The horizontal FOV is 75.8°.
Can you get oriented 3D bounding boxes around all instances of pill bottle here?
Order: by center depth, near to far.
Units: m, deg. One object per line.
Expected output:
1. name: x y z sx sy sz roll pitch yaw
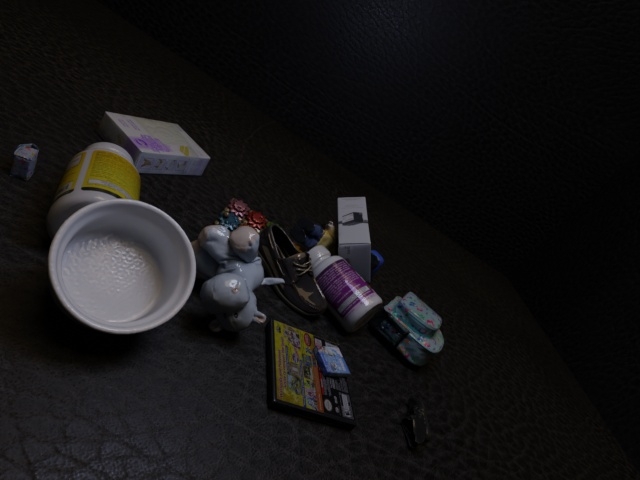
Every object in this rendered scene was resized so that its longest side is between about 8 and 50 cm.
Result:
1. pill bottle: -0.570 -0.120 1.067 0.188 0.188 0.334 21 28 -32
2. pill bottle: 0.061 0.162 1.452 0.301 0.169 0.169 47 25 21

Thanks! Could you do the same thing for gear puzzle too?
1. gear puzzle: -0.210 -0.025 1.507 0.339 0.044 0.175 34 44 -9

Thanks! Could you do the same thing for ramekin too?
1. ramekin: -0.422 0.063 0.867 0.277 0.135 0.277 16 65 -38

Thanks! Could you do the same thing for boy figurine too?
1. boy figurine: 0.000 0.000 1.680 0.092 0.177 0.285 39 3 34

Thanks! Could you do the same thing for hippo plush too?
1. hippo plush: -0.257 0.127 1.100 0.294 0.234 0.236 72 15 -46

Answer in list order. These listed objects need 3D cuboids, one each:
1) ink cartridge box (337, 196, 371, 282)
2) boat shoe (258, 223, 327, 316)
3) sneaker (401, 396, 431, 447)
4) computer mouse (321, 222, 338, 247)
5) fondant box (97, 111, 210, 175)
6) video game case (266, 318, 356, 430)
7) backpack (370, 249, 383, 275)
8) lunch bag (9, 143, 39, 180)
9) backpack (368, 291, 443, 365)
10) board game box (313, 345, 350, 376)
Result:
1. ink cartridge box: 0.137 -0.004 1.708 0.129 0.223 0.307 -2 41 3
2. boat shoe: -0.098 0.094 1.365 0.355 0.130 0.132 48 38 13
3. sneaker: 0.274 0.529 1.211 0.089 0.051 0.170 30 27 -26
4. computer mouse: 0.110 0.000 1.949 0.272 0.072 0.188 39 22 5
5. fondant box: -0.622 -0.360 1.566 0.238 0.096 0.330 44 25 17
6. video game case: -0.032 0.359 1.122 0.248 0.035 0.275 27 26 -23
7. backpack: 0.222 0.101 1.854 0.098 0.120 0.101 43 24 15
8. lunch bag: -0.783 -0.212 1.089 0.053 0.071 0.083 20 30 -25
9. backpack: 0.340 0.328 1.529 0.253 0.191 0.225 49 24 14
10. board game box: 0.032 0.343 1.168 0.090 0.020 0.090 19 30 -39
